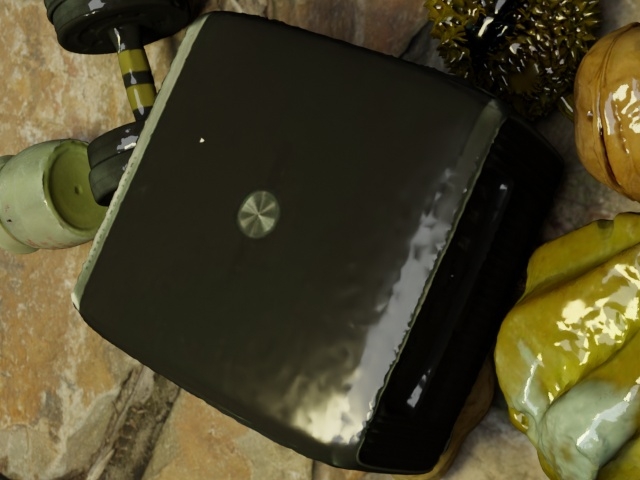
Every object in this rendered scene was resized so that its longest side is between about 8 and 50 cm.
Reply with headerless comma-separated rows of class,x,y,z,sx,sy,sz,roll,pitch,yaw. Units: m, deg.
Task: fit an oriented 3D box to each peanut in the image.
peanut,0.133,0.201,1.266,0.089,0.089,0.192,38,112,24

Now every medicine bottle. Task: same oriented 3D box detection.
medicine bottle,-0.372,-0.058,1.530,0.143,0.147,0.147,-11,87,33

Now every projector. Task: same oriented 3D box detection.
projector,0.000,0.000,1.203,0.405,0.242,0.395,23,88,32

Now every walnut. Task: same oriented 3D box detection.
walnut,0.320,-0.124,1.106,0.144,0.144,0.180,6,100,31

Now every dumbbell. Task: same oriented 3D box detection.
dumbbell,-0.227,-0.200,1.413,0.185,0.185,0.388,-19,83,31

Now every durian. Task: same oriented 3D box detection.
durian,0.195,-0.221,1.176,0.193,0.138,0.237,-41,73,27

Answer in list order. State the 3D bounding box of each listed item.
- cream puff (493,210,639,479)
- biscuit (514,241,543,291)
cream puff,0.325,0.079,0.973,0.378,0.378,0.275,-1,108,32
biscuit,0.224,0.028,1.231,0.199,0.034,0.064,15,100,31
